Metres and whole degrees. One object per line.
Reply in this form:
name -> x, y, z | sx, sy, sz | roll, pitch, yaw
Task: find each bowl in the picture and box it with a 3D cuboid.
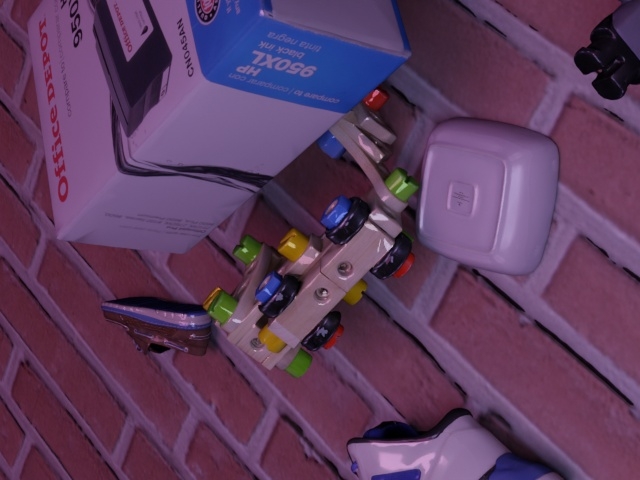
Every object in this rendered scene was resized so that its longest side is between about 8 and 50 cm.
bowl -> 0.148, -0.041, 1.035 | 0.142, 0.053, 0.142 | 18, 108, 39

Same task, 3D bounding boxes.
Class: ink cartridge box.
ink cartridge box -> -0.123, -0.199, 1.066 | 0.395, 0.166, 0.285 | -38, 56, 43

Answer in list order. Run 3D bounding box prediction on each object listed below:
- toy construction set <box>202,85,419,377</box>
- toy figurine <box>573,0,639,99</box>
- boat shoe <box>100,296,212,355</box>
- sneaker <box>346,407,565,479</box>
toy construction set -> 0.000, 0.000, 1.110 | 0.151, 0.215, 0.328 | 24, 111, -8
toy figurine -> 0.291, -0.178, 0.779 | 0.148, 0.213, 0.209 | -43, 51, -11
boat shoe -> -0.212, 0.110, 1.378 | 0.183, 0.066, 0.066 | 6, 100, 43
sneaker -> 0.091, 0.284, 1.089 | 0.182, 0.127, 0.315 | 48, 117, 33
